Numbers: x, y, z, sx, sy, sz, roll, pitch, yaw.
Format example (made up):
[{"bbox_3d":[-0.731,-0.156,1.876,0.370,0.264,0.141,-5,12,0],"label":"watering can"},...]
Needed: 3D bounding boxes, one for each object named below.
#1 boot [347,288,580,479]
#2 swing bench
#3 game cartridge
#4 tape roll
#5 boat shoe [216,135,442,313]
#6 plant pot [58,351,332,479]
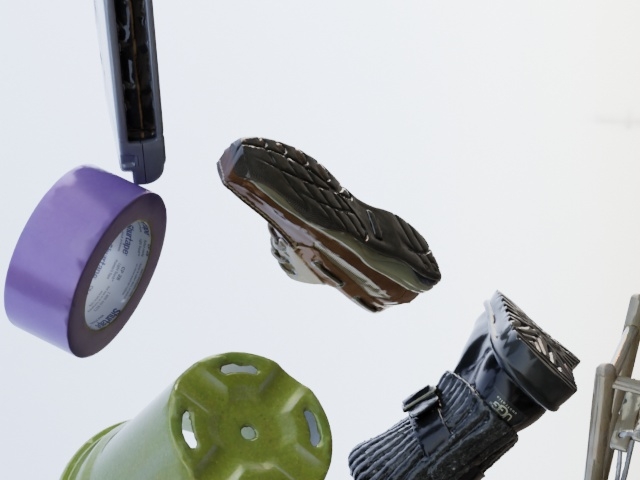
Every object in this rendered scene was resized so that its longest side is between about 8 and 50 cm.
[{"bbox_3d":[0.160,0.196,1.883,0.260,0.131,0.348,-47,-3,10],"label":"boot"},{"bbox_3d":[0.373,0.218,1.517,0.165,0.253,0.255,-47,-34,-58],"label":"swing bench"},{"bbox_3d":[-0.207,-0.232,1.731,0.198,0.062,0.297,-103,9,-49],"label":"game cartridge"},{"bbox_3d":[-0.241,0.021,1.711,0.189,0.080,0.189,-58,-17,-29],"label":"tape roll"},{"bbox_3d":[0.000,0.000,1.920,0.324,0.120,0.123,33,-153,-33],"label":"boat shoe"},{"bbox_3d":[-0.115,0.254,1.740,0.254,0.276,0.276,-53,12,47],"label":"plant pot"}]
